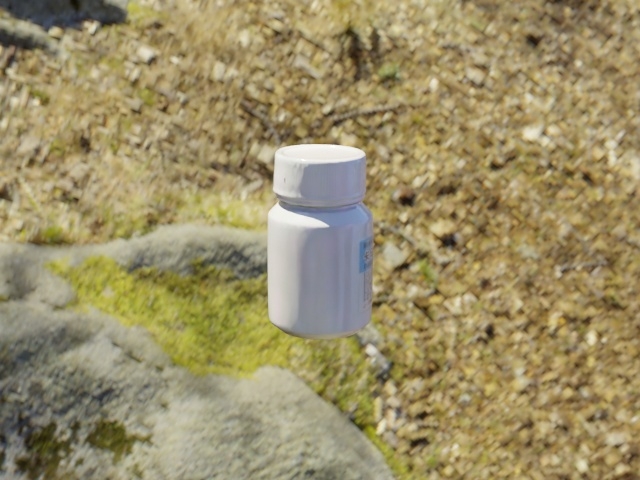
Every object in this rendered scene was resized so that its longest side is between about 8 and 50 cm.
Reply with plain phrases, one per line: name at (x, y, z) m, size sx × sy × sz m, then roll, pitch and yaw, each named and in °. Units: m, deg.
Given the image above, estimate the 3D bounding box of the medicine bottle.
medicine bottle at (0.000, 0.000, 0.577) m, size 0.052 × 0.052 × 0.089 m, roll -9°, pitch 107°, yaw -30°
